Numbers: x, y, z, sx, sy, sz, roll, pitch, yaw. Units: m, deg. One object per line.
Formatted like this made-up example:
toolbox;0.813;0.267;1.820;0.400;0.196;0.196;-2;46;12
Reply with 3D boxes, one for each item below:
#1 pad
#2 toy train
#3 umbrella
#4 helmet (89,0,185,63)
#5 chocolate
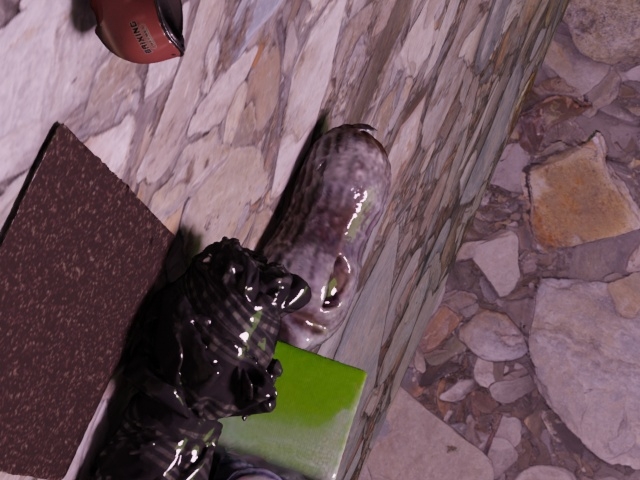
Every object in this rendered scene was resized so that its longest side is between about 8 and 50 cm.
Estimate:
pad;-0.182;0.059;1.072;0.330;0.004;0.220;62;52;-75
toy train;-0.072;0.242;1.466;0.307;0.173;0.249;111;-3;-60
umbrella;-0.119;0.160;1.260;0.336;0.128;0.154;-63;173;-8
helmet;-0.111;-0.136;0.913;0.084;0.049;0.065;-96;164;-60
chocolate;0.000;0.000;1.548;0.110;0.110;0.248;71;43;-73
